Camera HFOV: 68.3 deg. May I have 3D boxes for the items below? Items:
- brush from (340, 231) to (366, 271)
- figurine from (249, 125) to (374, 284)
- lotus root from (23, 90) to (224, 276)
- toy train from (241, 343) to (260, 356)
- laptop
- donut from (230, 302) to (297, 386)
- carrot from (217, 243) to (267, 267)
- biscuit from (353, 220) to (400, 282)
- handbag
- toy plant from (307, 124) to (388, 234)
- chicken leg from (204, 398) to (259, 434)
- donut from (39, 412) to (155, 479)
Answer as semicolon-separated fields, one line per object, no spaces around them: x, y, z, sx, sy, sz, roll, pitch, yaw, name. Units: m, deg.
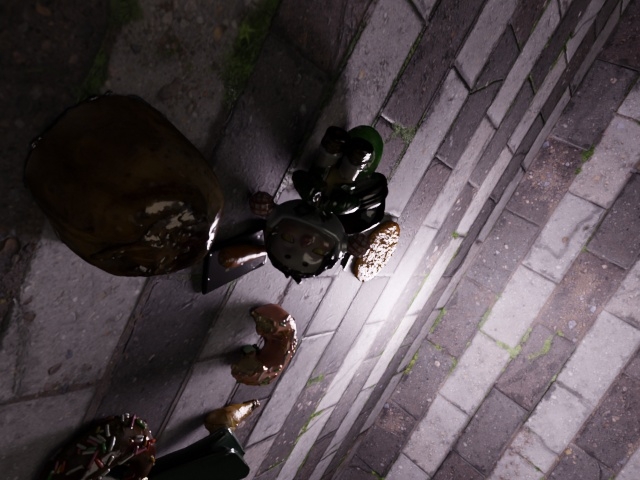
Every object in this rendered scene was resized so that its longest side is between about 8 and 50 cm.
0.110;0.010;1.512;0.190;0.027;0.034;-62;157;-4;brush
-0.010;-0.062;1.029;0.167;0.281;0.370;-76;-169;-60;figurine
-0.263;-0.056;0.697;0.272;0.192;0.272;-37;152;-23;lotus root
-0.199;0.333;1.354;0.053;0.033;0.083;-23;137;-40;toy train
-0.186;0.041;1.081;0.197;0.016;0.135;-26;142;-43;laptop
-0.140;0.294;1.303;0.199;0.085;0.233;25;83;-58;donut
-0.156;0.027;1.060;0.216;0.048;0.048;-12;130;-63;carrot
0.207;0.042;1.684;0.254;0.035;0.254;-38;147;-31;biscuit
-0.343;0.644;1.325;0.260;0.079;0.247;-21;140;-10;handbag
0.077;-0.147;1.155;0.218;0.175;0.235;-32;119;-28;toy plant
-0.260;0.533;1.417;0.207;0.085;0.101;-4;97;-60;chicken leg
-0.477;0.508;1.029;0.269;0.103;0.270;-36;145;-30;donut
